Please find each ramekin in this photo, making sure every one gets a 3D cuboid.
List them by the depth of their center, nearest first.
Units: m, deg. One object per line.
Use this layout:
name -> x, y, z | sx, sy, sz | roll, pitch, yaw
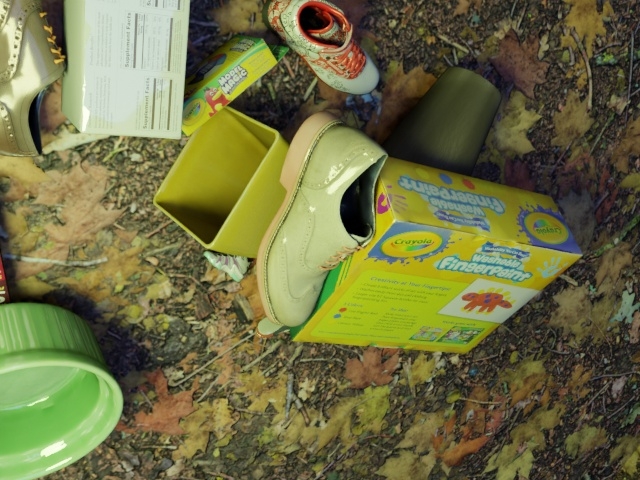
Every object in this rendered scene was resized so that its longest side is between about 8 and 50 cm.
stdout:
ramekin -> -0.482, 0.239, 1.094 | 0.303, 0.148, 0.303 | -19, 139, -17

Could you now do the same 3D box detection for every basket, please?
basket -> 0.246, -0.215, 1.363 | 0.204, 0.154, 0.226 | 31, 87, -15

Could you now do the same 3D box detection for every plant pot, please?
plant pot -> -0.123, -0.083, 1.193 | 0.187, 0.212, 0.212 | 31, 92, -45

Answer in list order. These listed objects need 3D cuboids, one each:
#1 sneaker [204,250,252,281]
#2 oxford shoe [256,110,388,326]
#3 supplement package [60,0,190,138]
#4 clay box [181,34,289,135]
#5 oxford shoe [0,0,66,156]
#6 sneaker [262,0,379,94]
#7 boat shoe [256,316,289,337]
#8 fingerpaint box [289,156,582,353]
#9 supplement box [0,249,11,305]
sneaker -> -0.169, 0.028, 1.299 | 0.069, 0.038, 0.098 | -53, 132, -3
oxford shoe -> 0.000, 0.000, 1.114 | 0.140, 0.147, 0.396 | -28, 140, -45
supplement package -> -0.294, -0.300, 1.014 | 0.145, 0.204, 0.261 | -1, 108, -28
clay box -> -0.166, -0.270, 1.137 | 0.222, 0.127, 0.053 | -43, 122, -9
oxford shoe -> -0.422, -0.295, 0.981 | 0.133, 0.130, 0.363 | 15, 111, -12
sneaker -> 0.028, -0.332, 1.206 | 0.270, 0.145, 0.090 | 32, 92, -33
boat shoe -> -0.068, 0.160, 1.396 | 0.137, 0.049, 0.043 | -24, 159, -21
fingerpaint box -> 0.201, 0.048, 1.330 | 0.445, 0.163, 0.371 | 8, 138, -29
supplement box -> -0.565, 0.041, 1.074 | 0.130, 0.073, 0.239 | -12, 114, -24
